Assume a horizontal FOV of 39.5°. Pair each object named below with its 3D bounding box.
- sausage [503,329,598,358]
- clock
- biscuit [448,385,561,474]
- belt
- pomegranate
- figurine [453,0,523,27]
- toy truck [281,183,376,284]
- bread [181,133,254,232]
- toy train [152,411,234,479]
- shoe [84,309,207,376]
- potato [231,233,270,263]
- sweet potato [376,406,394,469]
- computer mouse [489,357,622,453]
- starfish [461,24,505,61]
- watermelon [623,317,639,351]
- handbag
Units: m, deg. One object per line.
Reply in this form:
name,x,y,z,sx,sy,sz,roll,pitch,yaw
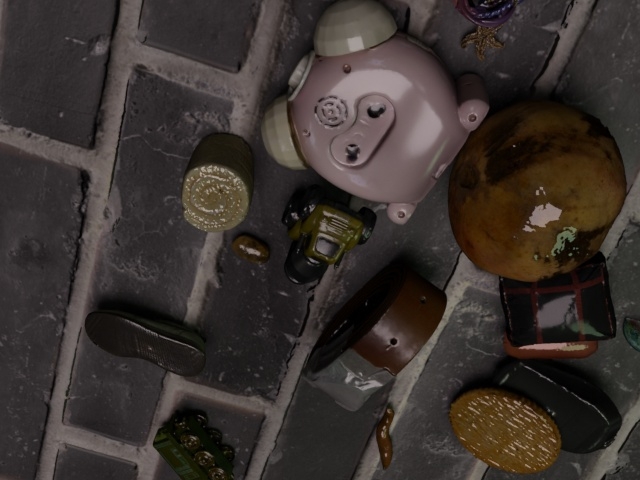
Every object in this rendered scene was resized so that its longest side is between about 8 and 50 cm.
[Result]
sausage,0.476,0.208,1.849,0.194,0.077,0.077,-1,121,5
clock,0.088,-0.227,1.583,0.326,0.184,0.342,31,114,-7
biscuit,0.405,0.417,1.960,0.254,0.035,0.254,17,132,20
belt,0.107,0.196,1.800,0.122,0.217,0.338,36,120,-14
pomegranate,0.370,-0.087,1.553,0.322,0.322,0.322,3,121,5
figurine,0.279,-0.438,1.453,0.126,0.114,0.157,29,148,18
toy truck,0.000,0.000,1.694,0.147,0.224,0.165,24,78,-12
bread,-0.192,-0.110,1.697,0.134,0.141,0.148,15,123,-7
toy train,-0.299,0.502,2.108,0.137,0.090,0.225,-22,116,22
shoe,-0.375,0.209,1.937,0.275,0.098,0.103,22,113,-4
potato,-0.142,0.019,1.826,0.083,0.040,0.051,25,115,-10
sweet potato,0.148,0.451,2.053,0.044,0.044,0.179,2,114,5
computer mouse,0.508,0.345,1.923,0.295,0.087,0.168,33,134,4
starfish,0.286,-0.354,1.560,0.078,0.028,0.091,2,126,3
watermelon,0.666,0.196,1.844,0.061,0.085,0.085,-40,112,-6
handbag,0.462,0.110,1.745,0.215,0.155,0.169,-6,106,12
